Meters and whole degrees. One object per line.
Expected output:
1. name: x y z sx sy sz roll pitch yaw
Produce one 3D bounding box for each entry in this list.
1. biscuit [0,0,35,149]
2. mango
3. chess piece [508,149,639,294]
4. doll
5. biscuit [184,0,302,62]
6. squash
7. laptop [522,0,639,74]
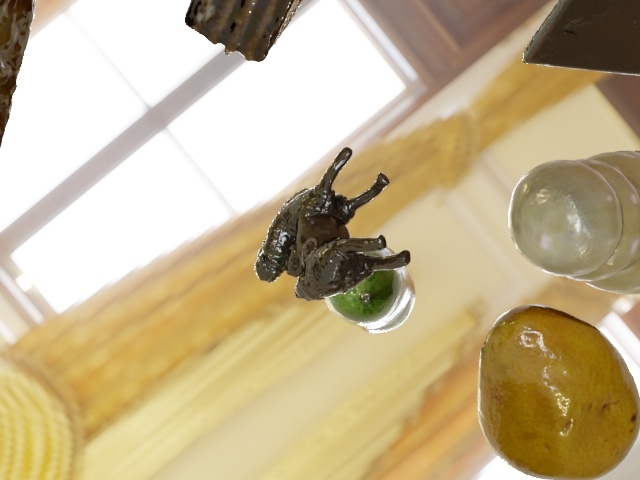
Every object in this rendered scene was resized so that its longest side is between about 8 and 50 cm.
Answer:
1. biscuit: -0.290 -0.101 1.194 0.046 0.359 0.359 19 170 17
2. mango: 0.208 0.140 1.644 0.227 0.147 0.109 54 -157 -43
3. chess piece: 0.248 -0.020 1.671 0.143 0.143 0.261 51 -160 19
4. doll: 0.000 0.000 1.695 0.057 0.165 0.139 25 -140 -40
5. biscuit: -0.011 -0.252 1.259 0.070 0.252 0.106 27 -152 -1
6. squash: 0.060 0.058 2.221 0.107 0.107 0.395 51 -177 9
7. laptop: 0.362 -0.253 2.167 0.154 0.207 0.026 121 144 -48
